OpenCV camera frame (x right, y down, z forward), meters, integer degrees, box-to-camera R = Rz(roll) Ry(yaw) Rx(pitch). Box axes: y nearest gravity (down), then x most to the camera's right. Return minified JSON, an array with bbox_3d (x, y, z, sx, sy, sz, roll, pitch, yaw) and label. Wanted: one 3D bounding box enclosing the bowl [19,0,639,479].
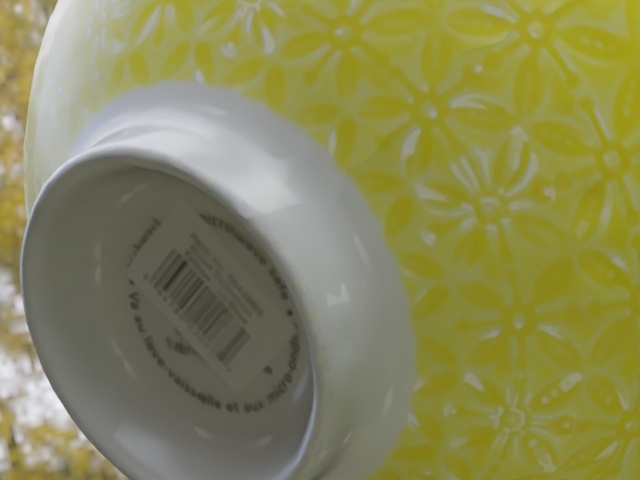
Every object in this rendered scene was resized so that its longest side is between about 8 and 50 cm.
[{"bbox_3d":[0.000,0.000,0.596,0.289,0.289,0.156,-36,-4,42],"label":"bowl"}]
